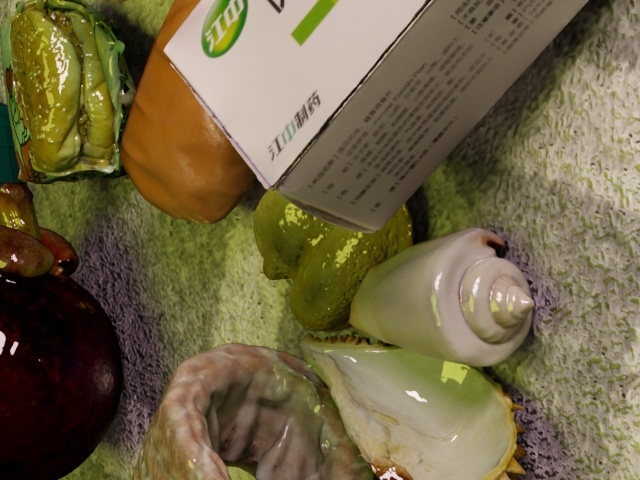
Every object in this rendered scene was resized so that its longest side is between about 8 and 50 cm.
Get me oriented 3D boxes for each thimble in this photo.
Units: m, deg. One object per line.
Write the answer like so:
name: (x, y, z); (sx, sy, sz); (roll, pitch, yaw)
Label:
thimble: (-0.060, 0.205, 1.161); (0.229, 0.196, 0.148); (-87, 14, -58)

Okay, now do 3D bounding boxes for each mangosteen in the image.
mangosteen: (-0.348, 0.124, 1.460); (0.297, 0.293, 0.297); (23, 148, 15)

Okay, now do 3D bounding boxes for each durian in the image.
durian: (0.067, 0.160, 1.063); (0.252, 0.139, 0.144); (-111, 38, -50)

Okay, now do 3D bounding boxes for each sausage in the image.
sausage: (-0.103, -0.132, 1.250); (0.136, 0.120, 0.241); (25, 119, 10)

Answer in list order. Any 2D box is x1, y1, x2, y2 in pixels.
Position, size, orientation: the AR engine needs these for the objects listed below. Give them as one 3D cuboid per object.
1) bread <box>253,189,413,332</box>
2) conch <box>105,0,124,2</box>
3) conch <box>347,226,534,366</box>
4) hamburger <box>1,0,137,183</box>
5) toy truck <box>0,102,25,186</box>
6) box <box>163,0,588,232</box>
bread: (0.000, 0.000, 1.162); (0.149, 0.065, 0.188); (58, 138, 11)
conch: (-0.170, -0.347, 1.256); (0.291, 0.210, 0.159); (0, 137, 41)
conch: (0.098, 0.047, 1.061); (0.176, 0.094, 0.104); (-6, 96, 61)
hamburger: (-0.267, -0.165, 1.435); (0.235, 0.125, 0.214); (1, 104, 64)
toy truck: (-0.432, -0.061, 1.663); (0.124, 0.114, 0.253); (-19, 79, 38)
box: (0.062, -0.188, 0.957); (0.333, 0.145, 0.173); (-49, 56, 16)
